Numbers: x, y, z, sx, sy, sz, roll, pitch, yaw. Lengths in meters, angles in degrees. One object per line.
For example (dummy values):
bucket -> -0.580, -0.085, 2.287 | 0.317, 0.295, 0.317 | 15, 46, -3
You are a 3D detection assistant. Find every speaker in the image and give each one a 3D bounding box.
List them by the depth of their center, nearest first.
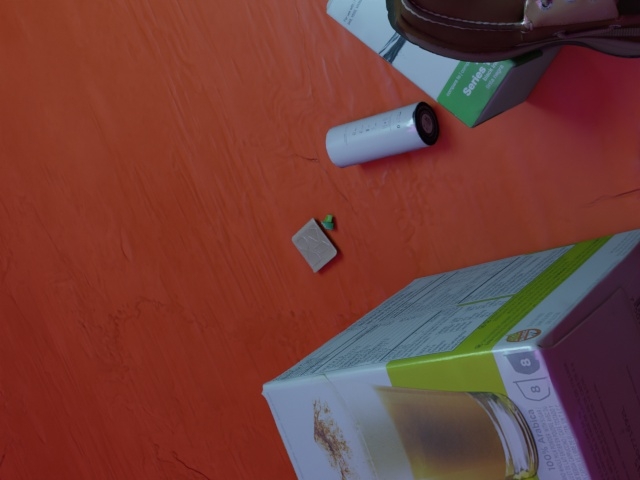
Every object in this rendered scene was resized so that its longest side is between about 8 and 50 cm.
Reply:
speaker -> 0.073, -0.128, 1.122 | 0.136, 0.055, 0.055 | -12, 101, 38

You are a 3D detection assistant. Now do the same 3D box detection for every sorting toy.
sorting toy -> 0.000, 0.000, 1.254 | 0.083, 0.012, 0.062 | -42, 78, 42

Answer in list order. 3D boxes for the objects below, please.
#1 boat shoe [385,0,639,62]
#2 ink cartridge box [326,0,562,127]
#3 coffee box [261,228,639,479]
boat shoe -> 0.218, -0.234, 0.813 | 0.120, 0.324, 0.122 | 155, 107, -69
ink cartridge box -> 0.133, -0.228, 0.976 | 0.208, 0.153, 0.087 | 41, 127, 14
coffee box -> 0.206, 0.220, 0.986 | 0.334, 0.338, 0.337 | -16, 98, 39
